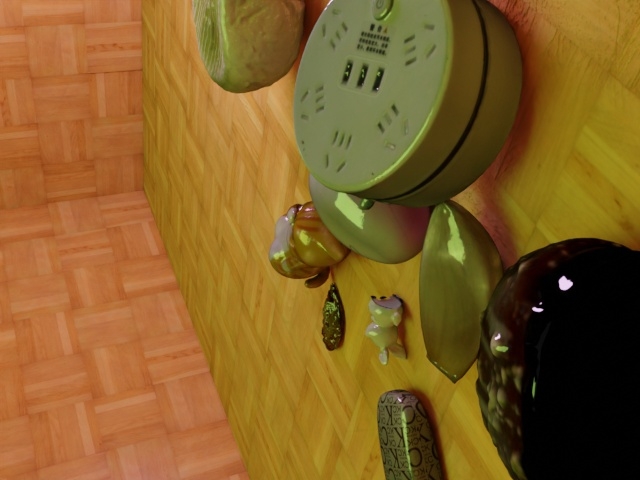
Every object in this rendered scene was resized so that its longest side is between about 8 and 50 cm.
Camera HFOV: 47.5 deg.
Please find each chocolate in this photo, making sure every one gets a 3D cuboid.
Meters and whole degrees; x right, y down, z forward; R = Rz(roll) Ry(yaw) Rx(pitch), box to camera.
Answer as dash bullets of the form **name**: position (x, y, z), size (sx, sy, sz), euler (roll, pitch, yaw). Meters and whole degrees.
- **chocolate**: position (0.296, 0.160, 0.885), size (0.210, 0.225, 0.341), euler (-149, 52, -71)

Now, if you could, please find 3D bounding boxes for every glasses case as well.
- **glasses case**: position (0.184, 0.473, 1.443), size (0.137, 0.085, 0.355), euler (166, 94, -68)

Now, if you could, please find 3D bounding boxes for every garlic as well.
- **garlic**: position (0.224, 0.086, 1.151), size (0.143, 0.112, 0.318), euler (23, 120, 39)

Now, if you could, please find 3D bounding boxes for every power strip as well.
- **power strip**: position (0.111, -0.212, 1.072), size (0.357, 0.161, 0.358), euler (-13, 73, 49)

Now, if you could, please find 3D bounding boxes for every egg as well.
- **egg**: position (0.091, -0.073, 1.301), size (0.271, 0.196, 0.196), euler (59, 151, 21)

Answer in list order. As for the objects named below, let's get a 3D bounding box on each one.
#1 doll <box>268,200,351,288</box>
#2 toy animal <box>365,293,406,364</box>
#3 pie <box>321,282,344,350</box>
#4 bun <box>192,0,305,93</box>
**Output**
- **doll**: position (-0.019, -0.001, 1.634), size (0.269, 0.162, 0.167), euler (136, 144, -70)
- **toy animal**: position (0.133, 0.176, 1.461), size (0.085, 0.070, 0.125), euler (27, 117, 40)
- **pie**: position (0.029, 0.202, 1.770), size (0.088, 0.033, 0.191), euler (49, 142, 45)
- **bun**: position (-0.151, -0.513, 1.637), size (0.349, 0.227, 0.353), euler (107, 147, -49)
